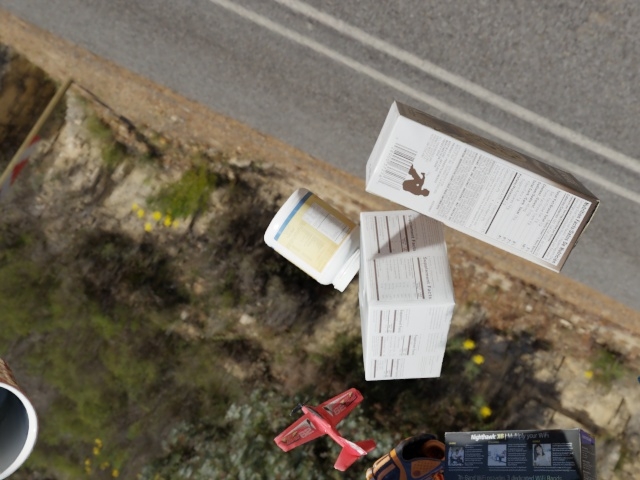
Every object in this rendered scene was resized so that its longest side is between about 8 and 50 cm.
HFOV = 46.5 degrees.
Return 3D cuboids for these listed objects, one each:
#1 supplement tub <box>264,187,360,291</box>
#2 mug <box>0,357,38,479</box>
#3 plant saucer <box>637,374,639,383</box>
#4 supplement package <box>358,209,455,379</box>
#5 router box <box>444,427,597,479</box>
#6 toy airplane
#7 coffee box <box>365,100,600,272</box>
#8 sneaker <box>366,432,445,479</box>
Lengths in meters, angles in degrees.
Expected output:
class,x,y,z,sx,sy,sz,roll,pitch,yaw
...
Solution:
class,x,y,z,sx,sy,sz,roll,pitch,yaw
supplement tub,0.000,0.000,1.551,0.199,0.144,0.144,36,171,3
mug,-0.393,0.173,0.834,0.169,0.113,0.150,15,132,63
plant saucer,0.762,0.359,1.645,0.192,0.067,0.018,58,-161,-21
supplement package,0.148,0.102,1.355,0.145,0.204,0.262,-2,143,0
router box,0.398,0.513,1.508,0.308,0.243,0.081,-13,150,39
toy airplane,0.017,0.266,1.042,0.151,0.151,0.028,22,131,40
coffee box,0.222,-0.084,1.073,0.297,0.119,0.168,22,-163,-4
sneaker,0.281,0.594,1.870,0.321,0.180,0.125,29,-158,-37
